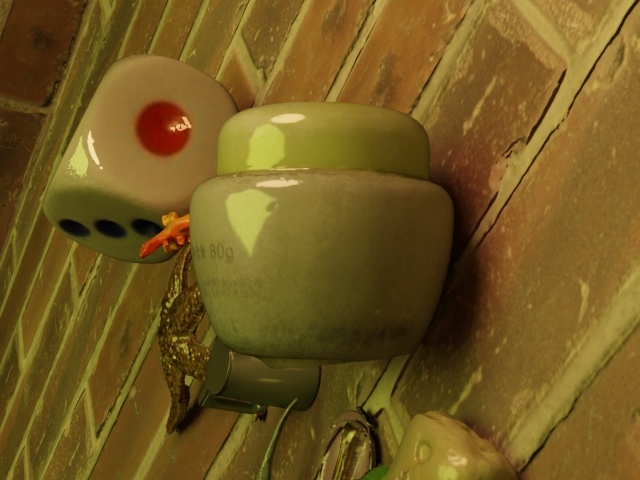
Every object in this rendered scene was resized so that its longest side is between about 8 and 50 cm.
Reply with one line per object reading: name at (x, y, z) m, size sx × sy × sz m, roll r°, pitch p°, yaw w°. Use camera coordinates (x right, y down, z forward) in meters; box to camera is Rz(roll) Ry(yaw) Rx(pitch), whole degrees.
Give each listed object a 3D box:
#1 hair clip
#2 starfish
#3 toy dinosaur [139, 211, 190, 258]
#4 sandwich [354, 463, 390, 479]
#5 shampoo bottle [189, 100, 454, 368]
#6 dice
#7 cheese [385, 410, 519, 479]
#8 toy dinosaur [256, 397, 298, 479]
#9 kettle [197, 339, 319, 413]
hair clip at (0.005, 0.398, 1.414) m, size 0.110 × 0.095 × 0.358 m, roll -45°, pitch -21°, yaw -85°
starfish at (-0.202, 0.164, 1.855) m, size 0.384 × 0.132 × 0.398 m, roll -2°, pitch 80°, yaw 58°
toy dinosaur at (-0.174, -0.035, 1.769) m, size 0.117 × 0.288 × 0.070 m, roll 16°, pitch 128°, yaw 54°
sandwich at (0.077, 0.355, 1.325) m, size 0.074 × 0.074 × 0.116 m, roll 24°, pitch 134°, yaw 44°
shampoo bottle at (0.000, 0.000, 1.293) m, size 0.322 × 0.322 × 0.317 m, roll -7°, pitch 79°, yaw 62°
dice at (-0.332, -0.147, 1.975) m, size 0.304 × 0.277 × 0.304 m, roll -41°, pitch 28°, yaw 60°
cheese at (0.118, 0.328, 1.184) m, size 0.159 × 0.093 × 0.263 m, roll 40°, pitch 116°, yaw 62°
toy dinosaur at (-0.094, 0.418, 1.504) m, size 0.205 × 0.092 × 0.393 m, roll 47°, pitch -134°, yaw -67°
kettle at (-0.094, 0.202, 1.582) m, size 0.127 × 0.148 × 0.098 m, roll -32°, pitch 53°, yaw 56°
